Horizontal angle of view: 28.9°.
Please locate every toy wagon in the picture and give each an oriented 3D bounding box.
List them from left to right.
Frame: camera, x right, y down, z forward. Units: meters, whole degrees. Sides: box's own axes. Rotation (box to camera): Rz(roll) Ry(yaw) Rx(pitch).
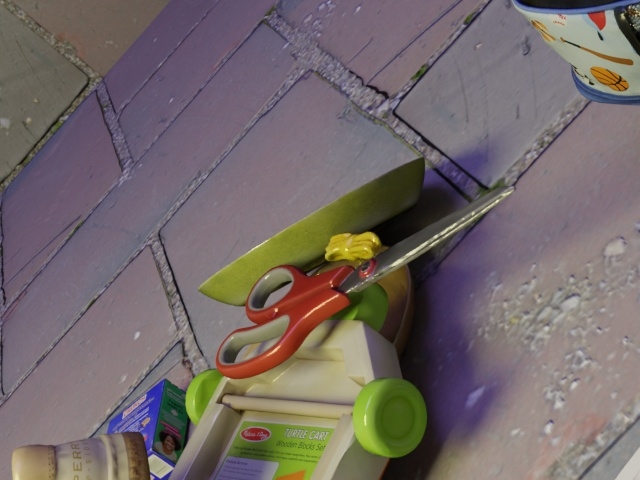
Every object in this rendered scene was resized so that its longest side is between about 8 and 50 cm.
[{"bbox_3d":[-0.024,0.150,0.964,0.267,0.068,0.344,-6,51,55],"label":"toy wagon"}]

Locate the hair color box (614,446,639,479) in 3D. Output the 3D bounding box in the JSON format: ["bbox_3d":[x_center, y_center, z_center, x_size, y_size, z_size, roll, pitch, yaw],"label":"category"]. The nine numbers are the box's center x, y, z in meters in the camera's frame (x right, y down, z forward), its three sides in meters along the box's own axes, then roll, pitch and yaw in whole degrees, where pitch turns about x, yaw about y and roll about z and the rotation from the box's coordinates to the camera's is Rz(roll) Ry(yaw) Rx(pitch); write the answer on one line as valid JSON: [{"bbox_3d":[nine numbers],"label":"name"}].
[{"bbox_3d":[0.260,0.154,0.480,0.174,0.105,0.347,-51,24,-3],"label":"hair color box"}]

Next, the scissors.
[{"bbox_3d":[0.024,0.039,0.936,0.297,0.021,0.109,-20,37,45],"label":"scissors"}]

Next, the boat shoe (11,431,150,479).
[{"bbox_3d":[-0.221,0.275,0.990,0.121,0.110,0.341,-112,33,-48],"label":"boat shoe"}]

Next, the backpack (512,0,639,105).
[{"bbox_3d":[0.274,-0.202,0.856,0.263,0.213,0.276,9,54,48],"label":"backpack"}]

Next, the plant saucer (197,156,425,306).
[{"bbox_3d":[0.000,0.000,1.144,0.241,0.037,0.241,-30,-2,-1],"label":"plant saucer"}]

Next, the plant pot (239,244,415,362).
[{"bbox_3d":[0.002,0.107,1.103,0.236,0.032,0.236,-40,26,24],"label":"plant pot"}]

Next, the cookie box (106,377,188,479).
[{"bbox_3d":[-0.179,0.206,1.261,0.092,0.040,0.107,-39,26,24],"label":"cookie box"}]
